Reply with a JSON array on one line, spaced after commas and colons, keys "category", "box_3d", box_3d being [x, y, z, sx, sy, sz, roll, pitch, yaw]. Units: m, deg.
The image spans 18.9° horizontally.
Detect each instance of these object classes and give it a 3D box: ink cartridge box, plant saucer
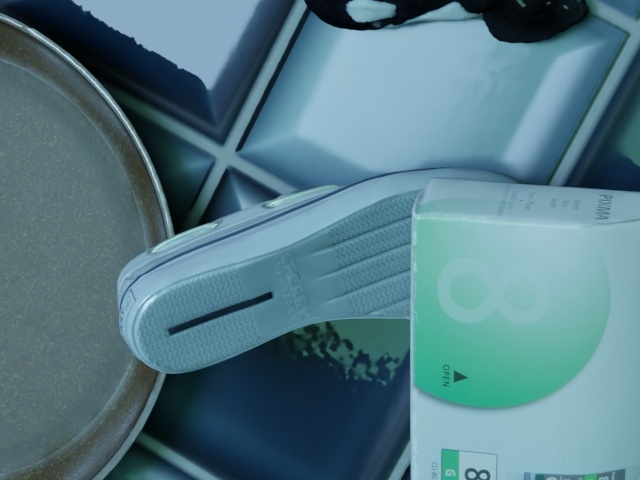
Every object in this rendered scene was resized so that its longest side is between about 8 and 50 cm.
[{"category": "ink cartridge box", "box_3d": [0.157, 0.064, 0.962, 0.224, 0.056, 0.181, 5, 119, 13]}, {"category": "plant saucer", "box_3d": [-0.220, 0.017, 1.093, 0.310, 0.050, 0.311, 2, 96, 15]}]

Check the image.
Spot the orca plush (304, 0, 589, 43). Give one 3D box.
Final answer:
[{"category": "orca plush", "box_3d": [0.112, -0.175, 0.952, 0.287, 0.102, 0.151, -7, 95, 16]}]

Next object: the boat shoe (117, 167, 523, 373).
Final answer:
[{"category": "boat shoe", "box_3d": [0.000, 0.000, 1.007, 0.226, 0.076, 0.083, -13, 120, -11]}]
